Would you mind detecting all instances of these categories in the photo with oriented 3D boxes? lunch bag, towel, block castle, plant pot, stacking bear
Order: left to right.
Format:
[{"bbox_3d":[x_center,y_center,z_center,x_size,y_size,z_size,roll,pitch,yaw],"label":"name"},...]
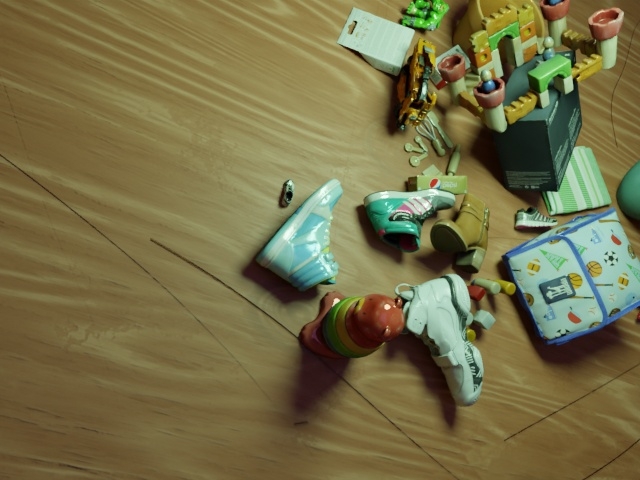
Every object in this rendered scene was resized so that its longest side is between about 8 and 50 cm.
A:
[{"bbox_3d":[0.098,0.203,1.227,0.164,0.289,0.175,40,63,-8],"label":"stacking bear"},{"bbox_3d":[0.612,-0.742,1.792,0.291,0.203,0.290,7,71,-22],"label":"plant pot"},{"bbox_3d":[0.611,-0.558,1.502,0.454,0.303,0.212,-31,132,3],"label":"block castle"},{"bbox_3d":[0.931,-0.226,1.869,0.325,0.038,0.247,-11,79,-27],"label":"towel"},{"bbox_3d":[0.807,0.116,1.605,0.386,0.239,0.327,-22,84,-11],"label":"lunch bag"},{"bbox_3d":[1.258,-0.181,1.905,0.291,0.195,0.289,7,72,-21],"label":"plant pot"}]

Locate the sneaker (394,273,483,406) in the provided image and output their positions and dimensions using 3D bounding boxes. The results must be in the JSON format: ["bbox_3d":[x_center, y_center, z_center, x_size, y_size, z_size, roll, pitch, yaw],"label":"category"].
[{"bbox_3d":[0.314,0.279,1.392,0.211,0.137,0.365,-3,79,-16],"label":"sneaker"}]

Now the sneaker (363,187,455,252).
[{"bbox_3d":[0.281,-0.055,1.478,0.296,0.124,0.178,-5,72,-18],"label":"sneaker"}]

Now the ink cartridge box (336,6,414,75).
[{"bbox_3d":[0.184,-0.665,1.680,0.225,0.056,0.180,20,66,3],"label":"ink cartridge box"}]

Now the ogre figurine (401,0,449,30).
[{"bbox_3d":[0.380,-0.811,1.779,0.118,0.096,0.197,31,47,7],"label":"ogre figurine"}]

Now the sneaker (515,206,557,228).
[{"bbox_3d":[0.740,-0.079,1.722,0.171,0.063,0.074,0,81,-19],"label":"sneaker"}]

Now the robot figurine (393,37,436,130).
[{"bbox_3d":[0.303,-0.485,1.580,0.085,0.211,0.290,13,60,-12],"label":"robot figurine"}]

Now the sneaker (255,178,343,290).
[{"bbox_3d":[0.000,0.000,1.344,0.208,0.127,0.319,42,72,-5],"label":"sneaker"}]

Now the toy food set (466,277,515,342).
[{"bbox_3d":[0.468,0.192,1.521,0.111,0.104,0.232,44,80,-21],"label":"toy food set"}]

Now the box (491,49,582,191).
[{"bbox_3d":[0.726,-0.392,1.669,0.343,0.179,0.312,-58,138,-26],"label":"box"}]

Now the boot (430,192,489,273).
[{"bbox_3d":[0.436,-0.053,1.515,0.283,0.109,0.220,36,64,-37],"label":"boot"}]

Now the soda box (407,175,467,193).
[{"bbox_3d":[0.368,-0.172,1.575,0.182,0.061,0.058,-3,92,-19],"label":"soda box"}]

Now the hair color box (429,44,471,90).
[{"bbox_3d":[0.449,-0.608,1.765,0.167,0.053,0.093,-37,90,-27],"label":"hair color box"}]

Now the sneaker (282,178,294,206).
[{"bbox_3d":[-0.085,-0.135,1.395,0.032,0.037,0.083,12,68,-18],"label":"sneaker"}]

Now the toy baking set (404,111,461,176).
[{"bbox_3d":[0.380,-0.307,1.654,0.197,0.030,0.256,32,64,-12],"label":"toy baking set"}]

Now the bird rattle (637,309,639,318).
[{"bbox_3d":[1.252,0.211,1.790,0.254,0.207,0.143,28,47,-24],"label":"bird rattle"}]
